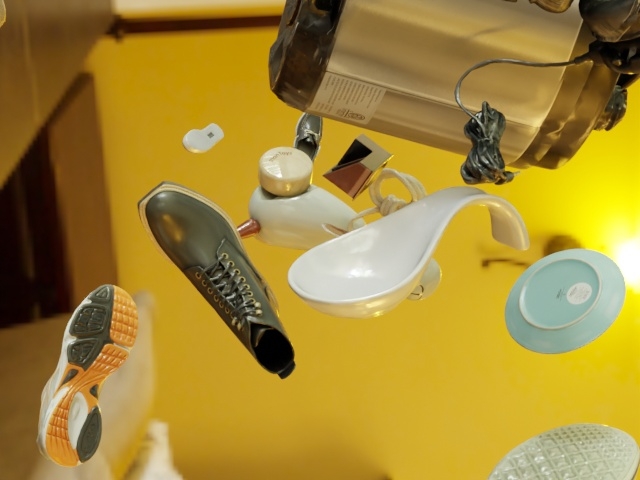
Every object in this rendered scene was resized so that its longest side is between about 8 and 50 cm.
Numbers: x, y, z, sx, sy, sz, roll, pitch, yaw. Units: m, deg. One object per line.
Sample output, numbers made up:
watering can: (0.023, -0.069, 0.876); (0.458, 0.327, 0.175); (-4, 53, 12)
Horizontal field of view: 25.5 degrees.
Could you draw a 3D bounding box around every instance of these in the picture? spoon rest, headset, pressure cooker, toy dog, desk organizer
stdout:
spoon rest: (0.092, 0.007, 1.441); (0.137, 0.276, 0.084); (25, -52, 50)
headset: (0.244, -0.221, 1.237); (0.394, 0.243, 0.185); (-52, -168, 34)
pressure cooker: (0.180, -0.268, 1.557); (0.370, 0.420, 0.375); (-95, -159, -72)
toy dog: (0.000, 0.000, 2.092); (0.161, 0.333, 0.220); (-43, 133, -36)
desk organizer: (0.048, -0.095, 1.785); (0.047, 0.050, 0.130); (-54, 177, 19)

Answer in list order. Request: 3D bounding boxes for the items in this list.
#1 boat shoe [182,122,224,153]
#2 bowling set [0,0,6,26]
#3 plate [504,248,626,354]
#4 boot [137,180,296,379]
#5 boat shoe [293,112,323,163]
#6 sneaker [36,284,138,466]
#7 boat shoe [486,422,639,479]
boat shoe: (-0.167, -0.133, 1.935); (0.035, 0.035, 0.100); (50, 26, -2)
bowling set: (-0.280, -0.295, 1.183); (0.287, 0.200, 0.154); (29, -31, 56)
plate: (0.354, 0.083, 2.074); (0.024, 0.188, 0.188); (53, 27, -40)
boot: (-0.092, 0.037, 1.376); (0.198, 0.077, 0.137); (46, 4, -27)
boat shoe: (-0.022, -0.150, 2.205); (0.125, 0.046, 0.038); (-69, -167, -13)
sneaker: (-0.340, 0.185, 1.971); (0.121, 0.099, 0.262); (-17, -129, 59)
boat shoe: (0.296, 0.436, 1.992); (0.500, 0.187, 0.156); (-44, 136, -40)
